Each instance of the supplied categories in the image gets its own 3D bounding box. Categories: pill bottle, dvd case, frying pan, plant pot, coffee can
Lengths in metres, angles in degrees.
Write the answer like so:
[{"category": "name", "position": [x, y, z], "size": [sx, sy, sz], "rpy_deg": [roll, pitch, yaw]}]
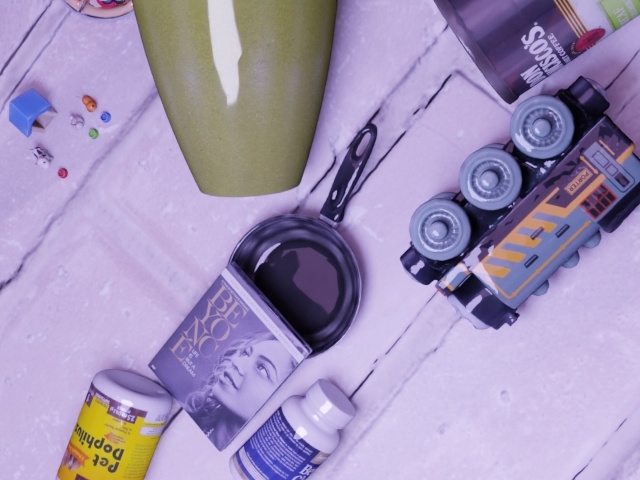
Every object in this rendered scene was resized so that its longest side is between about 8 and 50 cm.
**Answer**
[{"category": "pill bottle", "position": [-0.294, 0.296, 1.682], "size": [0.117, 0.117, 0.215], "rpy_deg": [23, 97, 18]}, {"category": "dvd case", "position": [-0.128, 0.161, 1.650], "size": [0.164, 0.018, 0.221], "rpy_deg": [48, 119, 14]}, {"category": "frying pan", "position": [-0.028, -0.001, 1.630], "size": [0.197, 0.053, 0.326], "rpy_deg": [7, 91, 19]}, {"category": "pill bottle", "position": [-0.034, 0.266, 1.606], "size": [0.094, 0.094, 0.169], "rpy_deg": [46, 103, 14]}, {"category": "plant pot", "position": [-0.102, -0.213, 1.574], "size": [0.274, 0.275, 0.294], "rpy_deg": [2, 106, 19]}, {"category": "coffee can", "position": [0.286, -0.323, 1.450], "size": [0.275, 0.201, 0.201], "rpy_deg": [-34, 79, 15]}]

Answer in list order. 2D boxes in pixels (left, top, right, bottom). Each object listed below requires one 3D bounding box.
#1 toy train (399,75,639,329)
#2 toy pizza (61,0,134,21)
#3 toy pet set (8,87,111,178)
[{"category": "toy train", "position": [0.255, -0.041, 1.497], "size": [0.190, 0.142, 0.334], "rpy_deg": [45, 103, 4]}, {"category": "toy pizza", "position": [-0.311, -0.418, 1.746], "size": [0.201, 0.032, 0.201], "rpy_deg": [0, 89, 19]}, {"category": "toy pet set", "position": [-0.390, -0.170, 1.751], "size": [0.114, 0.065, 0.122], "rpy_deg": [41, 101, 15]}]
